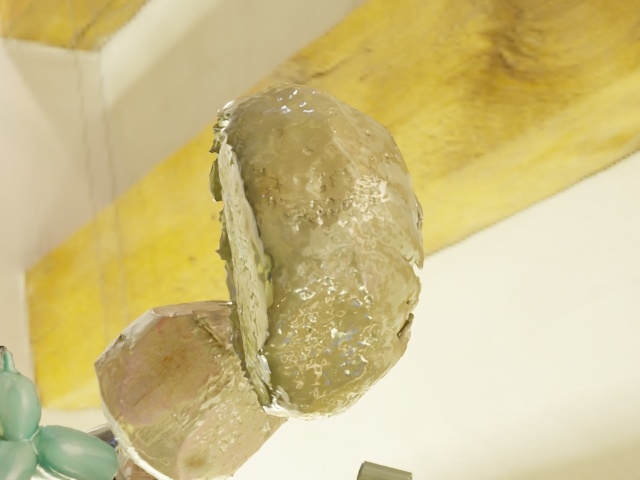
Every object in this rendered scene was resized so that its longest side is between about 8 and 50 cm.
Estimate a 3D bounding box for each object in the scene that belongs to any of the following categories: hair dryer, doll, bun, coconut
[{"bbox_3d":[0.068,0.324,1.654,0.063,0.038,0.124,12,-78,13],"label":"hair dryer"},{"bbox_3d":[-0.208,0.140,0.827,0.059,0.159,0.158,-17,-62,44],"label":"doll"},{"bbox_3d":[0.000,0.000,1.092,0.259,0.152,0.259,172,-90,-82],"label":"bun"},{"bbox_3d":[-0.126,0.147,1.354,0.194,0.194,0.194,-3,-93,55],"label":"coconut"}]

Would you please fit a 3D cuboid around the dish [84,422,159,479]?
[{"bbox_3d":[-0.207,0.270,1.547,0.078,0.246,0.224,-50,-152,46],"label":"dish"}]
